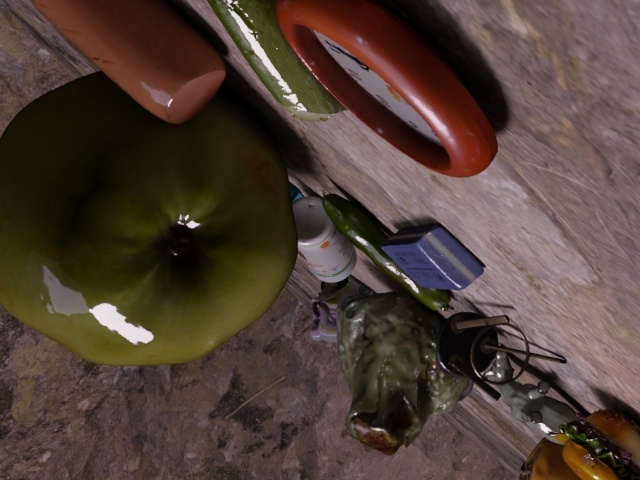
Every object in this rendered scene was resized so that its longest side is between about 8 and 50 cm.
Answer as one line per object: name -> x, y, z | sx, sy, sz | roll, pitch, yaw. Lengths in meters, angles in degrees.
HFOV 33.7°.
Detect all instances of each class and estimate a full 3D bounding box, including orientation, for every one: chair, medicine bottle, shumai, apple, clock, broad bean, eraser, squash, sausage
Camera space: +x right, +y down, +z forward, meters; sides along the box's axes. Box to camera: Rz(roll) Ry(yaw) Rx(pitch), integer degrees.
chair -> 0.218, 0.139, 1.386 | 0.221, 0.104, 0.095 | 167, 81, -76
medicine bottle -> 0.000, 0.000, 1.729 | 0.086, 0.086, 0.183 | 39, 172, 25
shumai -> 0.100, 0.212, 1.777 | 0.260, 0.222, 0.225 | 50, 144, 17
apple -> -0.252, -0.032, 1.502 | 0.474, 0.473, 0.473 | 41, 173, 6
clock -> 0.051, -0.125, 0.801 | 0.205, 0.051, 0.205 | 41, 174, 5
broad bean -> 0.095, 0.020, 1.482 | 0.254, 0.046, 0.065 | 42, -174, -8
eraser -> 0.135, 0.021, 1.309 | 0.082, 0.036, 0.225 | 45, 173, -5
squash -> -0.038, -0.177, 0.910 | 0.069, 0.069, 0.239 | 36, 170, 42
sausage -> -0.253, -0.274, 1.310 | 0.304, 0.121, 0.121 | 43, 173, 11

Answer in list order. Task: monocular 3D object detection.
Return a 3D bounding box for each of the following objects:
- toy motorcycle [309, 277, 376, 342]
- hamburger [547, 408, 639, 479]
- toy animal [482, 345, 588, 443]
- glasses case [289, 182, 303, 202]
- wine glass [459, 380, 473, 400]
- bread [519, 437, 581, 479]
toy motorcycle -> 0.046, 0.154, 2.146 | 0.225, 0.152, 0.073 | 36, 173, 47
hamburger -> 0.376, 0.278, 1.307 | 0.164, 0.093, 0.189 | 39, 171, 43
toy animal -> 0.325, 0.243, 1.498 | 0.217, 0.073, 0.176 | 37, 179, 3
glasses case -> -0.141, -0.119, 1.875 | 0.301, 0.070, 0.117 | 40, 172, 31
wine glass -> 0.218, 0.245, 1.986 | 0.103, 0.103, 0.222 | 43, 173, -4
bread -> 0.417, 0.382, 1.552 | 0.241, 0.136, 0.107 | 40, 171, 7
